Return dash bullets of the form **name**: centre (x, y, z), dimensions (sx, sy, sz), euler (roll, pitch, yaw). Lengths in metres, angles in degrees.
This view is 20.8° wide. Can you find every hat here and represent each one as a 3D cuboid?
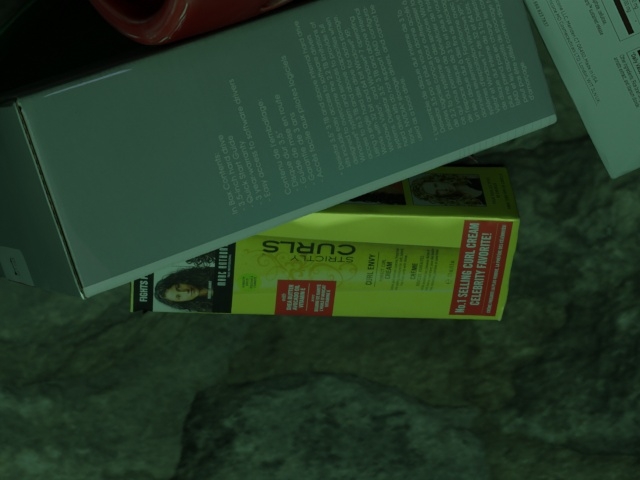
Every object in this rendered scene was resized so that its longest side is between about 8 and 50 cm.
- **hat**: centre (-0.068, -0.039, 0.919), dimensions (0.208, 0.183, 0.173), euler (-51, 157, -1)

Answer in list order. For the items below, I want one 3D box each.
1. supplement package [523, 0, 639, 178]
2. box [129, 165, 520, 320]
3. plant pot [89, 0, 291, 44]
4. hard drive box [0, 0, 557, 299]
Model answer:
- **supplement package**: centre (0.193, -0.175, 0.862), dimensions (0.203, 0.194, 0.149), euler (-24, 127, 12)
- **box**: centre (0.000, 0.000, 1.069), dimensions (0.232, 0.058, 0.087), euler (2, 127, -7)
- **plant pot**: centre (-0.021, -0.191, 0.710), dimensions (0.174, 0.191, 0.191), euler (-18, 132, -22)
- **hard drive box**: centre (-0.039, -0.058, 0.810), dimensions (0.232, 0.181, 0.089), euler (-20, 99, -18)
